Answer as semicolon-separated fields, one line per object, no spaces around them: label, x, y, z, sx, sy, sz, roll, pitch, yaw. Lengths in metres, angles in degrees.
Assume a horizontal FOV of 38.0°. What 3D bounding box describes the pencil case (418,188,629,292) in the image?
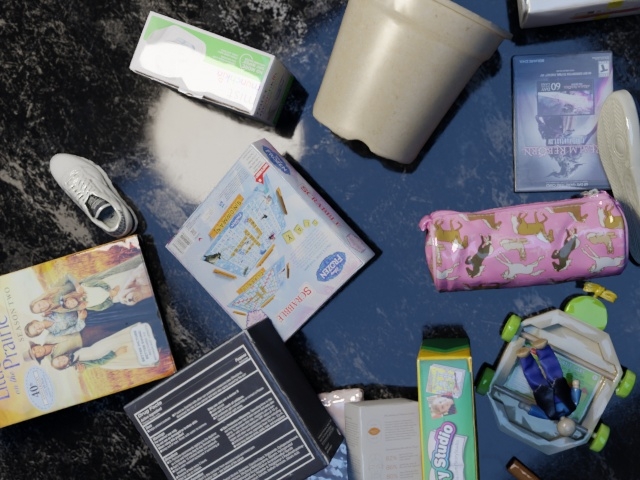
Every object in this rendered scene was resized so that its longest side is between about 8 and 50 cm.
pencil case;0.389;0.005;1.798;0.385;0.160;0.167;-8;67;8

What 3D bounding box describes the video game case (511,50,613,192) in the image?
video game case;0.483;-0.235;1.852;0.196;0.026;0.274;-1;89;7

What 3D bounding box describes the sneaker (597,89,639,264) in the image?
sneaker;0.641;-0.128;1.778;0.148;0.131;0.350;-18;102;-8

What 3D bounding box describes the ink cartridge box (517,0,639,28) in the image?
ink cartridge box;0.560;-0.577;1.772;0.384;0.160;0.279;-6;89;7

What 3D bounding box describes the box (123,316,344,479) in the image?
box;-0.161;0.352;1.796;0.296;0.183;0.294;-33;88;12

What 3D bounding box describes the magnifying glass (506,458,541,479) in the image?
magnifying glass;0.471;0.521;1.854;0.231;0.026;0.092;39;95;6

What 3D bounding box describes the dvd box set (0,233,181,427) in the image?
dvd box set;-0.536;0.191;1.937;0.420;0.062;0.308;-16;87;-1

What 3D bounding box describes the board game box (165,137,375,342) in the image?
board game box;-0.106;0.019;1.848;0.318;0.066;0.319;47;120;5

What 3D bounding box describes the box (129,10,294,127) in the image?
box;-0.208;-0.330;1.838;0.261;0.231;0.127;22;93;8

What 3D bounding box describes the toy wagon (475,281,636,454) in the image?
toy wagon;0.479;0.244;1.832;0.267;0.068;0.345;26;93;6

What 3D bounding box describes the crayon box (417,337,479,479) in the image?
crayon box;0.243;0.379;1.738;0.106;0.313;0.363;-3;90;7

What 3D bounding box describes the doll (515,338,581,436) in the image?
doll;0.436;0.289;1.778;0.129;0.046;0.189;-26;93;-3

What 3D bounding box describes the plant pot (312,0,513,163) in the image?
plant pot;0.147;-0.326;1.770;0.333;0.334;0.306;28;105;6

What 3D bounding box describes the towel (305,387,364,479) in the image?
towel;-0.046;0.481;1.907;0.331;0.053;0.317;-11;89;7

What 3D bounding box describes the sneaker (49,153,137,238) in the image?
sneaker;-0.481;-0.100;1.942;0.235;0.095;0.090;42;97;7

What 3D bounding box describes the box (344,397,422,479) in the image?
box;0.124;0.401;1.823;0.130;0.091;0.171;-1;86;-19
